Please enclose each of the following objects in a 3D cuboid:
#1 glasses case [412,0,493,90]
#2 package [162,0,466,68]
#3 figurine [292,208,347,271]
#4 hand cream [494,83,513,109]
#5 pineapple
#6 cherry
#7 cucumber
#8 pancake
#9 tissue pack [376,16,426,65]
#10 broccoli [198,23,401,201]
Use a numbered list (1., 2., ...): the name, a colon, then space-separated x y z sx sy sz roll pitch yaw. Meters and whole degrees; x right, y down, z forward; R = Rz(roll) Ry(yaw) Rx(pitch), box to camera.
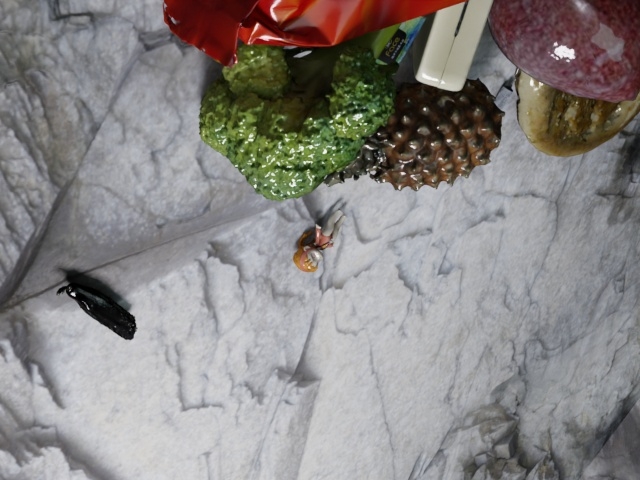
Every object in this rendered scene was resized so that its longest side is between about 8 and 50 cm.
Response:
1. glasses case: 0.200 -0.366 1.584 0.070 0.131 0.313 13 120 -6
2. package: 0.017 -0.327 1.380 0.423 0.196 0.123 -23 130 -29
3. figurine: 0.000 0.000 1.784 0.109 0.047 0.064 -53 137 -10
4. hand cream: 0.286 -0.216 1.916 0.030 0.019 0.093 1 128 -49
5. pineapple: 0.090 -0.131 1.671 0.361 0.175 0.175 -21 136 -23
6. cherry: 0.375 -0.329 1.712 0.230 0.300 0.203 -39 180 -27
7. cucumber: -0.299 0.088 1.559 0.039 0.043 0.163 -13 147 22
8. pancake: 0.468 -0.308 1.973 0.382 0.071 0.382 -28 139 -27
9. tissue pack: 0.069 -0.277 1.572 0.079 0.085 0.111 16 110 -50
10. broccoli: -0.016 -0.195 1.410 0.186 0.254 0.302 34 102 -28
